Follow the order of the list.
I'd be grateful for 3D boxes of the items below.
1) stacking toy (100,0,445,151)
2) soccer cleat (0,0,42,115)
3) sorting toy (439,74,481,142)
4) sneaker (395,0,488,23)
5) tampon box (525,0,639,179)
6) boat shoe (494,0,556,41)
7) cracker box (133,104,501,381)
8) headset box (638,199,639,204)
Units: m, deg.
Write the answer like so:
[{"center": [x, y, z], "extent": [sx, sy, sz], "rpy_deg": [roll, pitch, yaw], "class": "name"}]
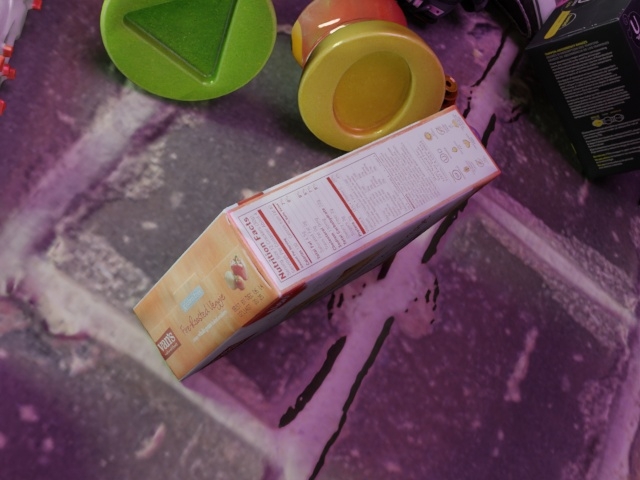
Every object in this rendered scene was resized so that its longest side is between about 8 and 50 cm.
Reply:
[{"center": [-0.017, -0.234, 0.757], "extent": [0.280, 0.309, 0.130], "rpy_deg": [6, 44, -14], "class": "stacking toy"}, {"center": [-0.247, -0.147, 0.687], "extent": [0.076, 0.068, 0.196], "rpy_deg": [14, 55, -8], "class": "soccer cleat"}, {"center": [0.120, -0.114, 0.913], "extent": [0.061, 0.042, 0.102], "rpy_deg": [-24, 79, -40], "class": "sorting toy"}, {"center": [0.097, -0.250, 0.961], "extent": [0.178, 0.072, 0.077], "rpy_deg": [-6, 108, -17], "class": "sneaker"}, {"center": [0.298, -0.164, 0.983], "extent": [0.120, 0.101, 0.161], "rpy_deg": [-51, 118, -41], "class": "tampon box"}, {"center": [0.175, -0.296, 1.042], "extent": [0.070, 0.078, 0.219], "rpy_deg": [-30, 90, -8], "class": "boat shoe"}, {"center": [0.000, 0.000, 0.695], "extent": [0.232, 0.156, 0.067], "rpy_deg": [-27, 81, -39], "class": "cracker box"}, {"center": [0.377, -0.069, 1.040], "extent": [0.032, 0.062, 0.083], "rpy_deg": [39, 51, -9], "class": "headset box"}]
